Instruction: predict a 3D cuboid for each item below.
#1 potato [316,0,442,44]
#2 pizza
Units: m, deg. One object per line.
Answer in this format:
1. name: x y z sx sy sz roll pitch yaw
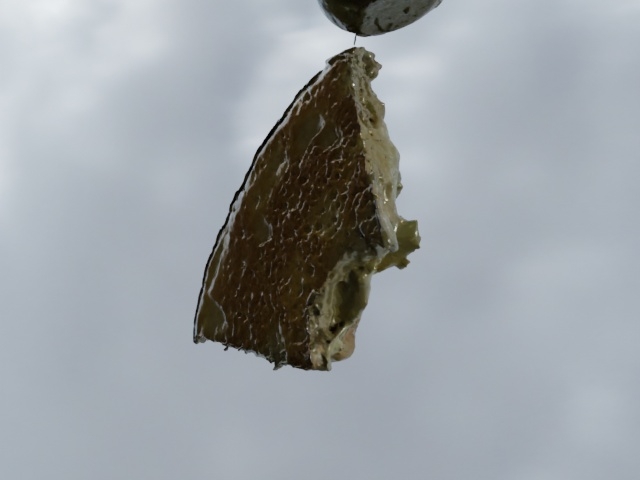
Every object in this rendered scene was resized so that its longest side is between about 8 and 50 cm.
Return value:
1. potato: 0.080 -0.274 1.197 0.149 0.113 0.251 16 -109 35
2. pizza: 0.000 0.000 1.225 0.223 0.089 0.323 50 -61 44
